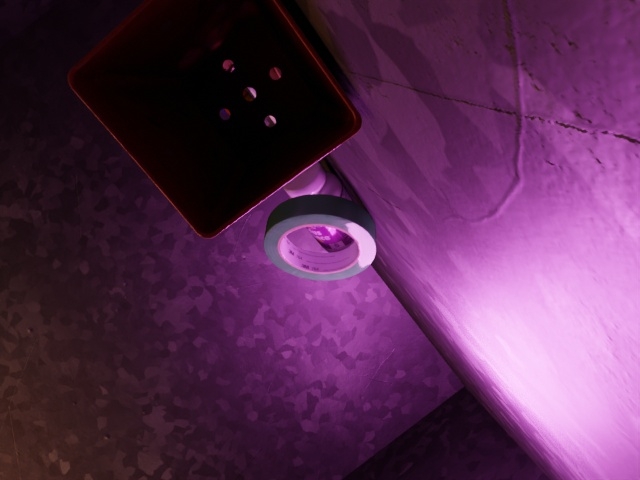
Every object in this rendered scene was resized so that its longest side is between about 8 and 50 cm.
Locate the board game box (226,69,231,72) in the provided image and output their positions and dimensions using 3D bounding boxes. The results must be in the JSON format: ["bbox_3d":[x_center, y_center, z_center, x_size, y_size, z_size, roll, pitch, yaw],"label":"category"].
[{"bbox_3d":[-0.280,-0.411,1.032,0.208,0.056,0.346,29,-158,-23],"label":"board game box"}]

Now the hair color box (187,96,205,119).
[{"bbox_3d":[-0.224,-0.266,0.832,0.072,0.043,0.141,38,-131,-12],"label":"hair color box"}]

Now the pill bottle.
[{"bbox_3d":[0.009,-0.103,1.380,0.301,0.169,0.169,51,-179,-43],"label":"pill bottle"}]

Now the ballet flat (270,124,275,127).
[{"bbox_3d":[-0.121,-0.318,1.677,0.086,0.086,0.248,45,-155,-84],"label":"ballet flat"}]

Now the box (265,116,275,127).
[{"bbox_3d":[-0.260,-0.498,1.676,0.181,0.119,0.182,53,180,19],"label":"box"}]

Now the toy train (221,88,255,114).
[{"bbox_3d":[-0.252,-0.381,1.340,0.143,0.248,0.105,48,179,25],"label":"toy train"}]

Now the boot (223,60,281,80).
[{"bbox_3d":[-0.156,-0.353,0.866,0.305,0.115,0.112,50,179,-30],"label":"boot"}]

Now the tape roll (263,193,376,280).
[{"bbox_3d":[0.000,0.000,1.315,0.321,0.322,0.077,52,-147,-43],"label":"tape roll"}]

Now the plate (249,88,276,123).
[{"bbox_3d":[-0.105,-0.319,1.092,0.278,0.045,0.277,52,-171,-21],"label":"plate"}]

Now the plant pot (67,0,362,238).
[{"bbox_3d":[-0.123,-0.210,0.664,0.267,0.267,0.235,52,-165,-15],"label":"plant pot"}]
